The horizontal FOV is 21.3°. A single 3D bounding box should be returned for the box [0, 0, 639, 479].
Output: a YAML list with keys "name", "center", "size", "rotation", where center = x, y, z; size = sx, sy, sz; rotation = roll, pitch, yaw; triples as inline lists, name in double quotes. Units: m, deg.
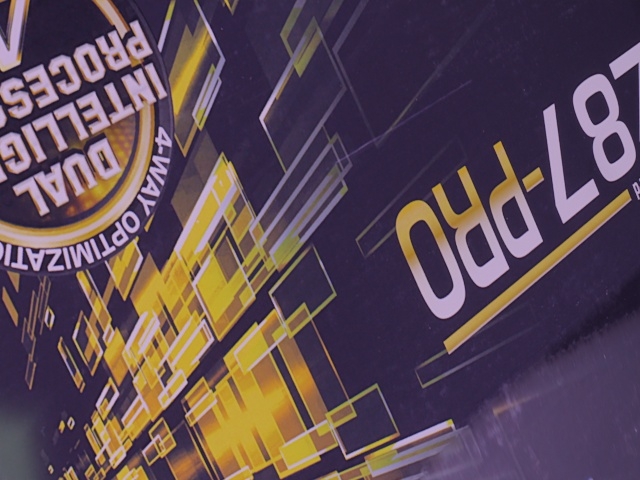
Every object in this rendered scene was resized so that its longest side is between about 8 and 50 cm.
- name: "box"
  center: [0.000, 0.000, 0.593]
  size: [0.395, 0.097, 0.318]
  rotation: [-33, 104, -45]
